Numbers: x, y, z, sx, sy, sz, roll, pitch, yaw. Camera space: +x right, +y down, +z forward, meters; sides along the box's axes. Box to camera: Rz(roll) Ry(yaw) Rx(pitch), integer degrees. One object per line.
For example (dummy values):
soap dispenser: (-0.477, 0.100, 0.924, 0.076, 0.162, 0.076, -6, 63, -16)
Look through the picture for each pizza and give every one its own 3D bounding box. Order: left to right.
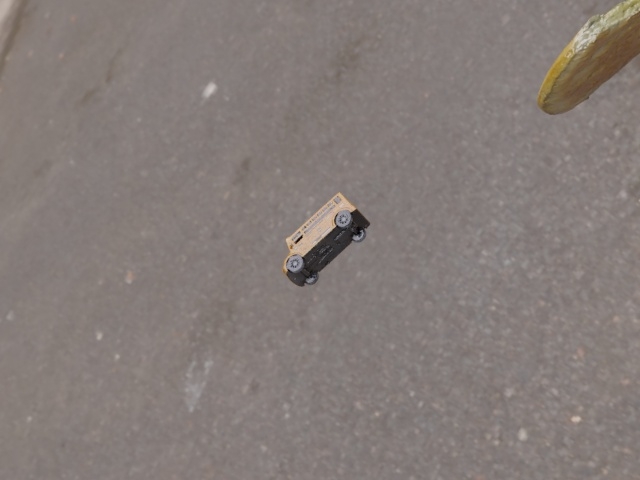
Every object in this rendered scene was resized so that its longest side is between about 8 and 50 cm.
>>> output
pizza: (0.376, -0.257, 1.225, 0.262, 0.181, 0.034, -38, 70, 7)

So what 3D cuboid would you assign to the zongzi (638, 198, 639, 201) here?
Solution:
zongzi: (0.466, -0.092, 0.797, 0.317, 0.154, 0.289, 21, 61, 33)

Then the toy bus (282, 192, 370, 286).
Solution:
toy bus: (0.000, 0.000, 1.957, 0.194, 0.083, 0.088, -42, 55, 2)
